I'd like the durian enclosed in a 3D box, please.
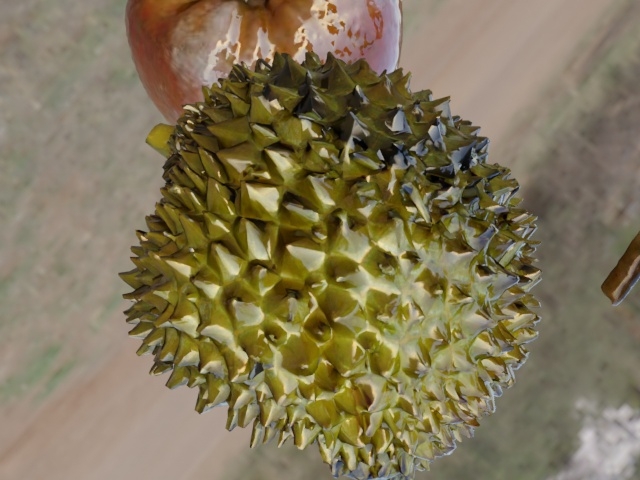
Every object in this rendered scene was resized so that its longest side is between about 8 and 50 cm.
[{"bbox_3d":[0.011,0.002,1.009,0.258,0.258,0.293,-52,-157,12],"label":"durian"}]

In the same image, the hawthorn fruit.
[{"bbox_3d":[-0.050,-0.162,1.433,0.231,0.235,0.263,-103,-158,-51],"label":"hawthorn fruit"}]

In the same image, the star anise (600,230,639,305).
[{"bbox_3d":[0.252,-0.018,1.000,0.212,0.111,0.196,-52,165,-33],"label":"star anise"}]
